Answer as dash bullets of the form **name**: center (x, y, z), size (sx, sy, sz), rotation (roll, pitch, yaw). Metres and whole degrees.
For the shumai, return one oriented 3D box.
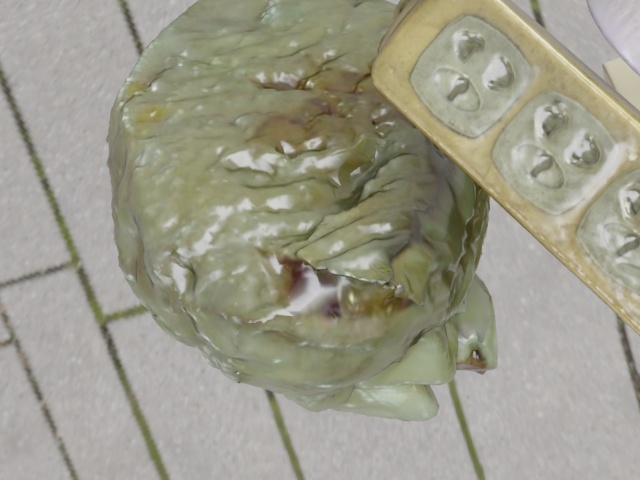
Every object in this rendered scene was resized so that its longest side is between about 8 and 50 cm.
- **shumai**: center (0.000, -0.001, 0.742), size (0.189, 0.256, 0.218), rotation (8, 137, 19)

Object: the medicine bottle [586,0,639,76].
- **medicine bottle**: center (0.193, -0.142, 0.500), size (0.122, 0.122, 0.212), rotation (38, 122, -13)

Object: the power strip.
- **power strip**: center (0.134, 0.001, 0.544), size (0.305, 0.044, 0.064), rotation (44, 106, 13)

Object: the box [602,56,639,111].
- **box**: center (0.253, 0.002, 0.833), size (0.095, 0.212, 0.168), rotation (-18, 145, 4)
